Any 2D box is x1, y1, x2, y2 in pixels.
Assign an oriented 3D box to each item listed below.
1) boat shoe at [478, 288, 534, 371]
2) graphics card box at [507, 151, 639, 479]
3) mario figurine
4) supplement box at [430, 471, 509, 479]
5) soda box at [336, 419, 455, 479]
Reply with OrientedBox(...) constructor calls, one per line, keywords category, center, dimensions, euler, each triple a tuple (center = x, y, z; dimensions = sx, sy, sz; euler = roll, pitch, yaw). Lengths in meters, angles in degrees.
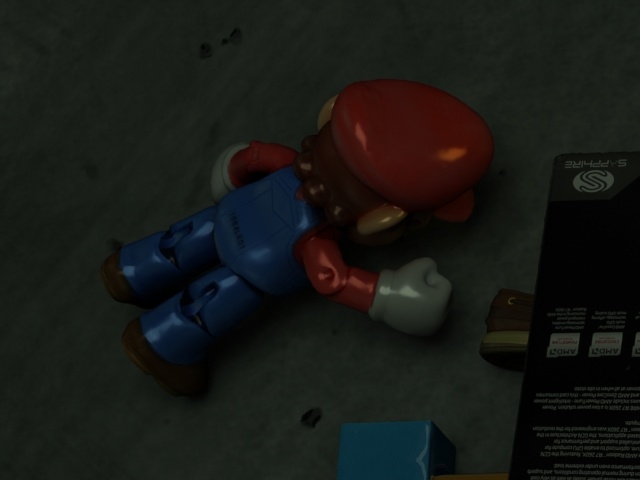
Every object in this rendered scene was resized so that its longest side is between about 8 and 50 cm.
OrientedBox(category="boat shoe", center=(0.201, 0.059, 1.274), dimensions=(0.178, 0.064, 0.060), euler=(-1, 68, 25))
OrientedBox(category="graphics card box", center=(0.243, 0.116, 1.124), dimensions=(0.232, 0.094, 0.371), euler=(-2, 60, 23))
OrientedBox(category="mario figurine", center=(0.000, 0.000, 1.377), dimensions=(0.320, 0.170, 0.198), euler=(-31, 95, 19))
OrientedBox(category="supplement box", center=(0.193, 0.198, 1.206), dimensions=(0.233, 0.078, 0.080), euler=(-3, 68, 22))
OrientedBox(category="soda box", center=(0.049, 0.236, 1.253), dimensions=(0.071, 0.067, 0.210), euler=(-4, 66, 20))
